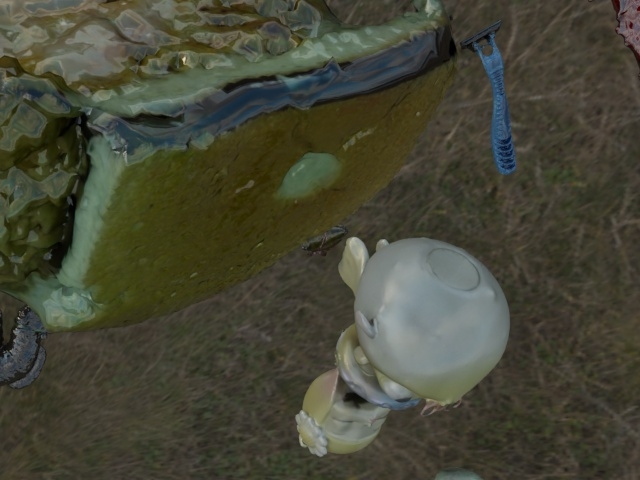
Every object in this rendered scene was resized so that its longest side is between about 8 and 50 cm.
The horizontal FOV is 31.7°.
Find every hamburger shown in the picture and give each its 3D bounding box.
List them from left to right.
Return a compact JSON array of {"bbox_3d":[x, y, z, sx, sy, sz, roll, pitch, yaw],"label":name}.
[{"bbox_3d":[-0.091,-0.059,0.524,0.288,0.192,0.168,-20,66,-40],"label":"hamburger"}]

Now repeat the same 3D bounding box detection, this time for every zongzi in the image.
[{"bbox_3d":[0.000,0.000,1.545,0.067,0.083,0.073,-28,124,-8],"label":"zongzi"}]

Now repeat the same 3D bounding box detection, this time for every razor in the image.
[{"bbox_3d":[0.276,-0.213,1.771,0.082,0.042,0.253,-30,127,-22],"label":"razor"}]

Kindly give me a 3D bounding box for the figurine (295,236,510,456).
[{"bbox_3d":[0.073,0.141,1.476,0.226,0.394,0.275,-3,51,-33],"label":"figurine"}]

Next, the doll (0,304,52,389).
[{"bbox_3d":[-0.367,0.109,1.208,0.165,0.057,0.139,-36,93,6],"label":"doll"}]

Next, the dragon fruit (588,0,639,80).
[{"bbox_3d":[0.447,-0.161,1.055,0.100,0.282,0.344,-17,83,-53],"label":"dragon fruit"}]

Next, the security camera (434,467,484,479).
[{"bbox_3d":[0.191,0.482,1.630,0.080,0.157,0.302,-1,62,22],"label":"security camera"}]
